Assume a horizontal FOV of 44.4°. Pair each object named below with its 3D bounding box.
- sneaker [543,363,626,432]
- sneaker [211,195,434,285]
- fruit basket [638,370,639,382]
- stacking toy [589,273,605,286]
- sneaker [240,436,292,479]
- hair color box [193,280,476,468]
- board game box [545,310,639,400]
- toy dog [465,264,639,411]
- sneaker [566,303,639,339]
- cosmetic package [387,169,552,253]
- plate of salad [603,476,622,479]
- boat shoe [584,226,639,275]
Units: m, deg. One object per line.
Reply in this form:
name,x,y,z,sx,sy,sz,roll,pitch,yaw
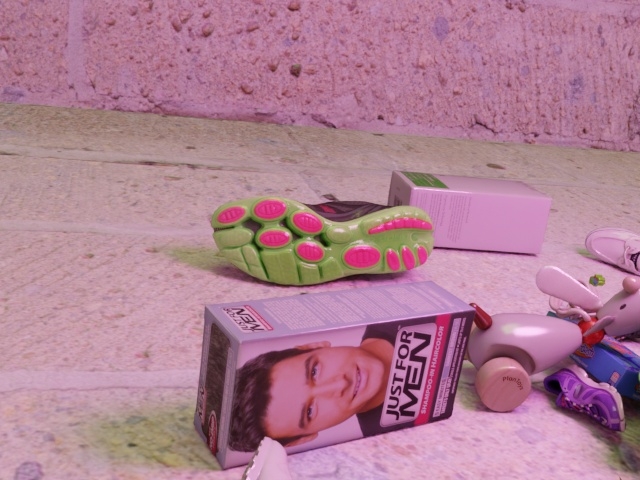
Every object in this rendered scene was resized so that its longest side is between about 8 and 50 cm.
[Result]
sneaker,0.412,0.255,1.227,0.071,0.068,0.170,-14,16,-15
sneaker,0.000,0.000,1.666,0.483,0.185,0.202,4,1,-21
fruit basket,0.651,0.155,1.052,0.392,0.392,0.283,19,46,29
stacking toy,0.699,0.133,1.694,0.167,0.052,0.221,7,17,-8
sneaker,-0.054,0.307,0.853,0.095,0.090,0.235,20,22,-4
hair color box,0.024,0.173,1.086,0.375,0.185,0.113,-4,23,-30
board game box,0.492,0.203,1.329,0.160,0.047,0.210,21,12,-26
toy dog,0.358,0.121,1.243,0.334,0.161,0.220,-32,29,-16
sneaker,0.569,0.171,1.522,0.178,0.072,0.077,4,30,12
cosmetic package,0.369,-0.072,1.989,0.366,0.155,0.197,2,17,-12
plate of salad,0.390,0.349,0.938,0.200,0.048,0.200,8,18,-3
boat shoe,0.783,0.041,1.930,0.268,0.096,0.088,25,20,21
